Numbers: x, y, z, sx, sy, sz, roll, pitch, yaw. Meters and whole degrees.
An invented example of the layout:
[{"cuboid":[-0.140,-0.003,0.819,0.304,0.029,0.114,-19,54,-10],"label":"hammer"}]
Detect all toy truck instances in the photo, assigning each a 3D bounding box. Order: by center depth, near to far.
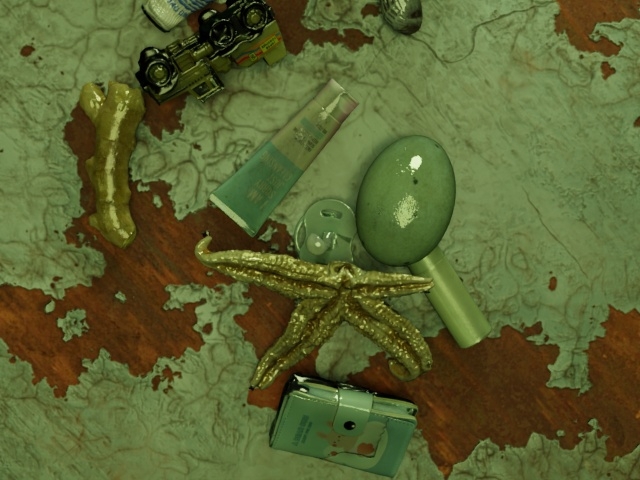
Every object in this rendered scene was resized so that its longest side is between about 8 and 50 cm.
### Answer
[{"cuboid":[-0.192,-0.318,1.556,0.257,0.127,0.127,-29,120,-5],"label":"toy truck"}]

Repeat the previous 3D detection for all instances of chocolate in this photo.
[{"cuboid":[0.128,-0.440,1.586,0.072,0.072,0.167,-25,98,0],"label":"chocolate"}]

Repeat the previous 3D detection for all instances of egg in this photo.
[{"cuboid":[0.150,-0.070,1.586,0.169,0.169,0.237,22,82,-6],"label":"egg"}]

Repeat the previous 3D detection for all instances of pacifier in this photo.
[{"cuboid":[0.000,0.000,1.618,0.126,0.116,0.150,17,101,20],"label":"pacifier"}]

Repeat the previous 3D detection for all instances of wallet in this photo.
[{"cuboid":[0.041,0.343,1.669,0.250,0.075,0.176,14,123,-5],"label":"wallet"}]

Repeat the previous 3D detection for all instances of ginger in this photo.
[{"cuboid":[-0.362,-0.132,1.598,0.118,0.065,0.299,0,97,10],"label":"ginger"}]

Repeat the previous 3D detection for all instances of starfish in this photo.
[{"cuboid":[-0.006,0.139,1.622,0.432,0.082,0.324,3,126,-2],"label":"starfish"}]

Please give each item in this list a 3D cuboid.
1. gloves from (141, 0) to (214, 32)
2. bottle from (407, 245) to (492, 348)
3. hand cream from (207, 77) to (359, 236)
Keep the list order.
[{"cuboid":[-0.209,-0.455,1.559,0.229,0.097,0.119,-50,128,-1],"label":"gloves"},{"cuboid":[0.234,0.098,1.666,0.072,0.072,0.201,-33,98,1],"label":"bottle"},{"cuboid":[-0.062,-0.153,1.616,0.111,0.070,0.312,40,97,-11],"label":"hand cream"}]
